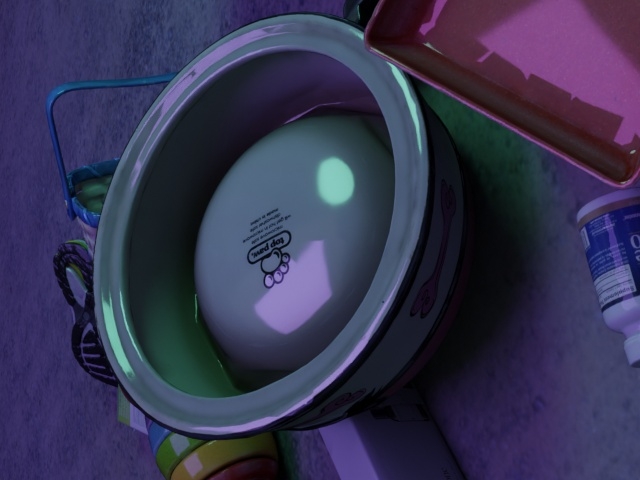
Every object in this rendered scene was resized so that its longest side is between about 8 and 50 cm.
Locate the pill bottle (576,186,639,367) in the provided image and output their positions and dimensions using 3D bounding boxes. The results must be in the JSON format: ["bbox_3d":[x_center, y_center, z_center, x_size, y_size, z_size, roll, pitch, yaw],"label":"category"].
[{"bbox_3d":[0.231,0.027,0.774,0.067,0.067,0.120,-41,55,54],"label":"pill bottle"}]

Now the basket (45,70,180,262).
[{"bbox_3d":[-0.227,-0.082,1.431,0.201,0.255,0.288,-130,36,-53],"label":"basket"}]

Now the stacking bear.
[{"bbox_3d":[-0.121,0.274,1.338,0.289,0.175,0.164,60,156,30],"label":"stacking bear"}]

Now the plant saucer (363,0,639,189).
[{"bbox_3d":[0.185,-0.202,0.767,0.259,0.048,0.258,36,106,33],"label":"plant saucer"}]

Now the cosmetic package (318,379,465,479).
[{"bbox_3d":[0.064,0.199,1.049,0.239,0.099,0.060,62,141,41],"label":"cosmetic package"}]

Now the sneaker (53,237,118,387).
[{"bbox_3d":[-0.359,0.118,1.836,0.111,0.121,0.299,12,121,29],"label":"sneaker"}]

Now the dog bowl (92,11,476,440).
[{"bbox_3d":[-0.030,-0.003,1.033,0.408,0.150,0.407,-15,65,34],"label":"dog bowl"}]

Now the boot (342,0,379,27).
[{"bbox_3d":[0.070,-0.329,1.062,0.263,0.091,0.229,-41,50,50],"label":"boot"}]

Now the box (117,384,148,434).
[{"bbox_3d":[-0.239,0.187,1.657,0.322,0.059,0.232,2,91,60],"label":"box"}]
